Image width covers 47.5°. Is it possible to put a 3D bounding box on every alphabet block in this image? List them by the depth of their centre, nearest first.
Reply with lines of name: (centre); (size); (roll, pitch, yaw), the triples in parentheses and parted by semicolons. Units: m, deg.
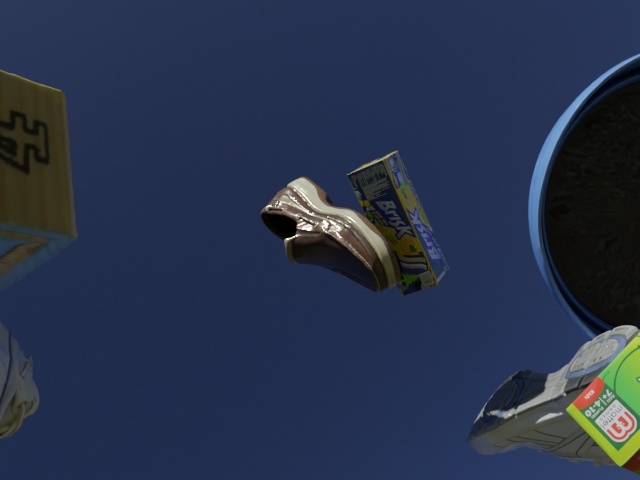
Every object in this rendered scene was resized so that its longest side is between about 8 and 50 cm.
alphabet block: (-0.411, -0.069, 0.823); (0.192, 0.197, 0.193); (-28, -26, 32)

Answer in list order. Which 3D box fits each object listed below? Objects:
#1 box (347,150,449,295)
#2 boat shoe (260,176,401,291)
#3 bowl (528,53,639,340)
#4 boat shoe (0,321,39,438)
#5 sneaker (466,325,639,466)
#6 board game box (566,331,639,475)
box: (0.099, -0.021, 0.907); (0.059, 0.054, 0.169); (-36, -76, -60)
boat shoe: (0.002, 0.006, 0.930); (0.095, 0.257, 0.095); (-30, -57, -15)
bowl: (0.441, -0.037, 0.888); (0.390, 0.077, 0.392); (0, -85, -4)
boat shoe: (-0.324, 0.152, 0.732); (0.095, 0.258, 0.084); (-45, -68, -1)
sneaker: (0.281, 0.208, 0.829); (0.129, 0.297, 0.111); (47, -128, -2)
board game box: (0.222, 0.048, 0.375); (0.092, 0.043, 0.181); (30, -76, -37)
